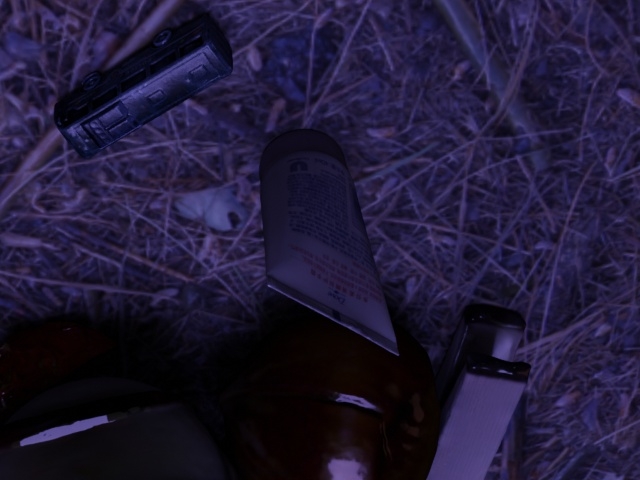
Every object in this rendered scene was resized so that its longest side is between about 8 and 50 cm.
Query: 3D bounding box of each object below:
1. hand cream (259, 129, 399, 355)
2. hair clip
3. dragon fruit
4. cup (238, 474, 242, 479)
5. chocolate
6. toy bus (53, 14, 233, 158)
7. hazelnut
[{"bbox_3d":[0.000,0.000,1.319,0.133,0.248,0.083,28,116,-22],"label":"hand cream"},{"bbox_3d":[0.131,0.220,1.587,0.085,0.101,0.331,9,126,-16],"label":"hair clip"},{"bbox_3d":[-0.286,0.128,1.461,0.162,0.106,0.083,-36,86,19],"label":"dragon fruit"},{"bbox_3d":[-0.102,0.384,1.604,0.212,0.212,0.317,-23,124,10],"label":"cup"},{"bbox_3d":[-0.208,0.245,1.390,0.283,0.283,0.186,-13,156,3],"label":"chocolate"},{"bbox_3d":[-0.154,-0.132,1.320,0.166,0.065,0.047,-30,124,13],"label":"toy bus"},{"bbox_3d":[0.007,0.174,1.481,0.229,0.229,0.229,-3,126,-4],"label":"hazelnut"}]
